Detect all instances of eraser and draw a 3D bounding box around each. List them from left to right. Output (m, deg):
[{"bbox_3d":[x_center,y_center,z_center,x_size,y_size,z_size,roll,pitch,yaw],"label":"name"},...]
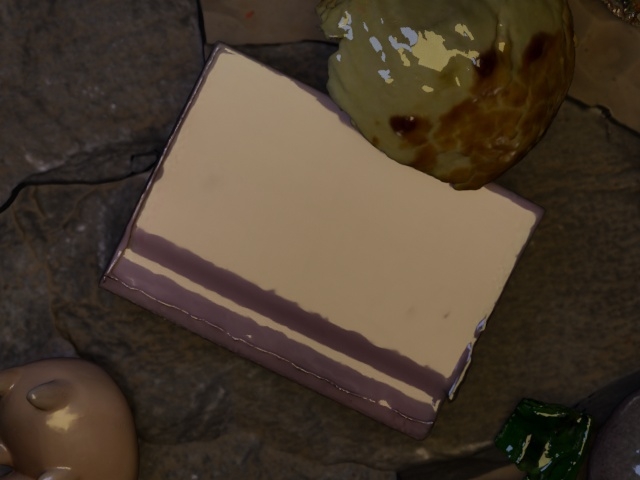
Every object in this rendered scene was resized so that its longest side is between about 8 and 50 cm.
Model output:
[{"bbox_3d":[0.000,0.000,1.784,0.359,0.122,0.272,25,93,-6],"label":"eraser"}]

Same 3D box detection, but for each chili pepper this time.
[{"bbox_3d":[0.193,0.275,1.843,0.099,0.083,0.253,30,91,4],"label":"chili pepper"}]

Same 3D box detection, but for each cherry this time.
[{"bbox_3d":[0.346,0.228,1.815,0.176,0.140,0.176,2,72,-7],"label":"cherry"}]

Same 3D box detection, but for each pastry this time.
[{"bbox_3d":[0.139,-0.188,1.693,0.237,0.170,0.256,50,50,1],"label":"pastry"}]

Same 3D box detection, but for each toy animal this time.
[{"bbox_3d":[-0.255,0.236,1.783,0.154,0.166,0.250,-4,104,-43],"label":"toy animal"}]

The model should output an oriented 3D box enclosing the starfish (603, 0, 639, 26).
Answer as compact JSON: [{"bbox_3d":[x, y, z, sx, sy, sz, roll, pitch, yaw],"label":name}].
[{"bbox_3d":[0.248,-0.288,1.807,0.210,0.053,0.150,17,83,0],"label":"starfish"}]
